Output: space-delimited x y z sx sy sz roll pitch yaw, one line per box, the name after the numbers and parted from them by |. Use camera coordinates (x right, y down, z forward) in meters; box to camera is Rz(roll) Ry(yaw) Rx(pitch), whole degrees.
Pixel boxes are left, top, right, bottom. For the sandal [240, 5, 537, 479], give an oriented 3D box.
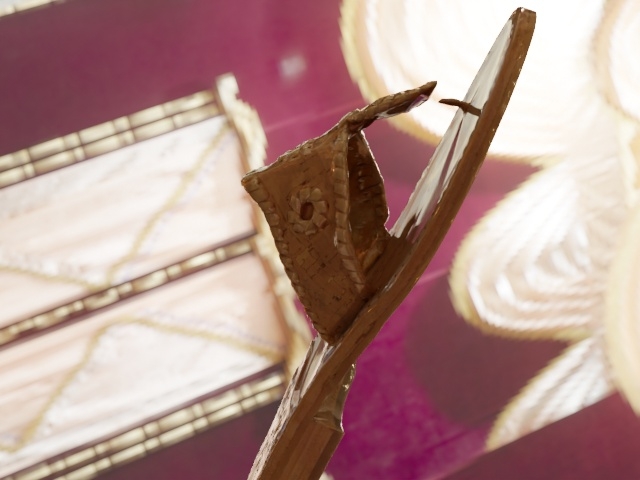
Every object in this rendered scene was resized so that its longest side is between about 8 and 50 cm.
-0.001 0.002 0.675 0.088 0.079 0.240 -75 -171 -67 | sandal
